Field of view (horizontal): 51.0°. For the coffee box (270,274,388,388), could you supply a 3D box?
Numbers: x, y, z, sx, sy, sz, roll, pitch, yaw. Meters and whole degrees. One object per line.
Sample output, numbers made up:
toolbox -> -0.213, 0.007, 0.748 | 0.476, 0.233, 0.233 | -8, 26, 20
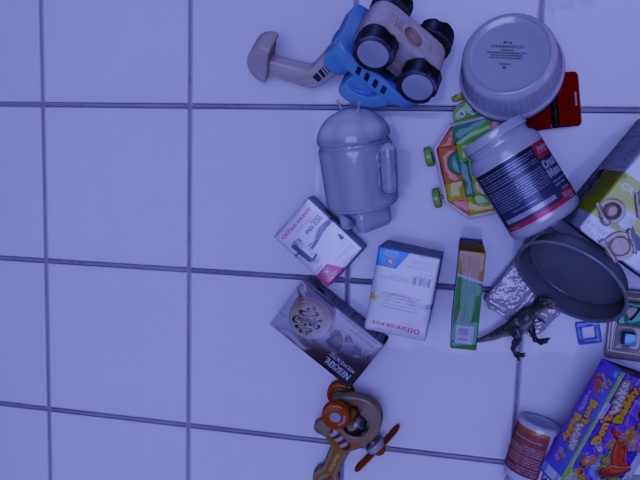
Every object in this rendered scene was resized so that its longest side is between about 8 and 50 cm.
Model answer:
coffee box -> 0.028, 0.261, 1.941 | 0.297, 0.119, 0.168 | 39, 101, 6

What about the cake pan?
cake pan -> 0.634, 0.089, 1.680 | 0.293, 0.293, 0.054 | 39, 67, 6

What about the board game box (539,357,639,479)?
board game box -> 0.763, 0.504, 1.770 | 0.233, 0.078, 0.347 | 19, 102, -23

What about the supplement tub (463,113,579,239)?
supplement tub -> 0.500, -0.158, 1.684 | 0.191, 0.191, 0.272 | -32, 89, 14

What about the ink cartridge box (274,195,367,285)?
ink cartridge box -> 0.000, 0.000, 1.934 | 0.218, 0.092, 0.159 | 43, 103, 7

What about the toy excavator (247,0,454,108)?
toy excavator -> 0.065, -0.476, 1.802 | 0.432, 0.223, 0.445 | 33, 145, -18

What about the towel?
towel -> 0.598, 0.111, 1.836 | 0.187, 0.049, 0.282 | 35, 102, 6

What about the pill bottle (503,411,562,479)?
pill bottle -> 0.579, 0.598, 1.855 | 0.121, 0.121, 0.216 | 16, 99, 10

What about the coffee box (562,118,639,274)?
coffee box -> 0.835, -0.076, 1.613 | 0.337, 0.338, 0.334 | 38, 102, 6

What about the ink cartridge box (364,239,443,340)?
ink cartridge box -> 0.233, 0.135, 1.856 | 0.171, 0.168, 0.233 | 12, 99, 11

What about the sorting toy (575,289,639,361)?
sorting toy -> 0.867, 0.234, 1.790 | 0.347, 0.047, 0.196 | 6, 97, 12

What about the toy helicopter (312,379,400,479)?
toy helicopter -> 0.082, 0.604, 1.984 | 0.234, 0.140, 0.355 | 22, 111, 0

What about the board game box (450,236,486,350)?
board game box -> 0.382, 0.127, 1.747 | 0.064, 0.316, 0.243 | 6, 98, 11

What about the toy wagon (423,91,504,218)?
toy wagon -> 0.419, -0.237, 1.827 | 0.267, 0.068, 0.345 | -12, 94, 13

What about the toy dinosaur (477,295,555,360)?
toy dinosaur -> 0.542, 0.250, 1.818 | 0.268, 0.064, 0.118 | -38, 85, 27

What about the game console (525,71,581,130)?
game console -> 0.619, -0.371, 1.796 | 0.124, 0.085, 0.144 | -8, 96, -18

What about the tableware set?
tableware set -> 0.689, -0.037, 1.466 | 0.168, 0.020, 0.141 | -19, 90, 15

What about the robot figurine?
robot figurine -> 0.100, -0.203, 1.816 | 0.299, 0.199, 0.354 | 12, 117, 49

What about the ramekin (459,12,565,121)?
ramekin -> 0.486, -0.452, 1.721 | 0.272, 0.127, 0.273 | -4, 79, 19
